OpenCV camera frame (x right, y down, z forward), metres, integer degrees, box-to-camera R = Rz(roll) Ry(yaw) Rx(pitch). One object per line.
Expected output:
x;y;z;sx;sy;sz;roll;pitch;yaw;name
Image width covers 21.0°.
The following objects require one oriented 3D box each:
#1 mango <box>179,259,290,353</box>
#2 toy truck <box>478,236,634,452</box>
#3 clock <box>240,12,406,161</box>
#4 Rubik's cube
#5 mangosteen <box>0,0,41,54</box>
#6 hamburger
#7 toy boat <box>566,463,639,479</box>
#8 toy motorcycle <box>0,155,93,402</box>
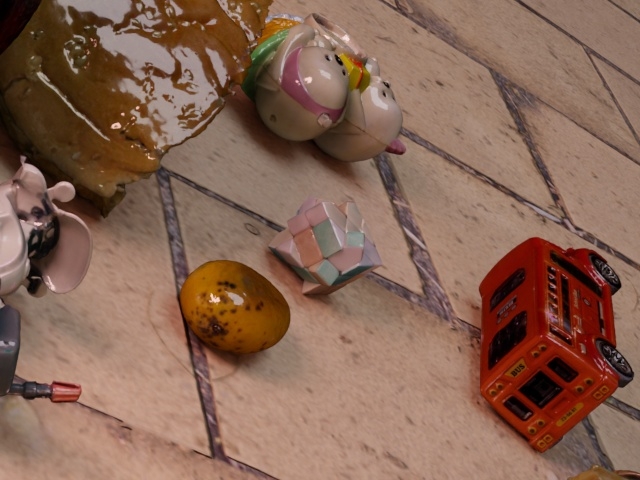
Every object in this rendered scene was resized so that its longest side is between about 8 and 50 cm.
-0.062;0.050;1.303;0.079;0.057;0.114;46;15;16;mango
0.212;0.081;1.615;0.114;0.107;0.253;38;24;-14;toy truck
-0.001;-0.144;1.663;0.231;0.103;0.144;14;29;-51;clock
0.000;0.003;1.449;0.084;0.075;0.073;51;24;19;Rubik's cube
-0.337;-0.220;1.103;0.306;0.359;0.306;-18;90;-87;mangosteen
-0.164;-0.175;1.354;0.211;0.132;0.309;41;42;-12;hamburger
0.274;0.232;1.516;0.172;0.065;0.066;24;43;-48;toy boat
-0.214;0.021;1.065;0.150;0.102;0.221;12;30;-16;toy motorcycle
